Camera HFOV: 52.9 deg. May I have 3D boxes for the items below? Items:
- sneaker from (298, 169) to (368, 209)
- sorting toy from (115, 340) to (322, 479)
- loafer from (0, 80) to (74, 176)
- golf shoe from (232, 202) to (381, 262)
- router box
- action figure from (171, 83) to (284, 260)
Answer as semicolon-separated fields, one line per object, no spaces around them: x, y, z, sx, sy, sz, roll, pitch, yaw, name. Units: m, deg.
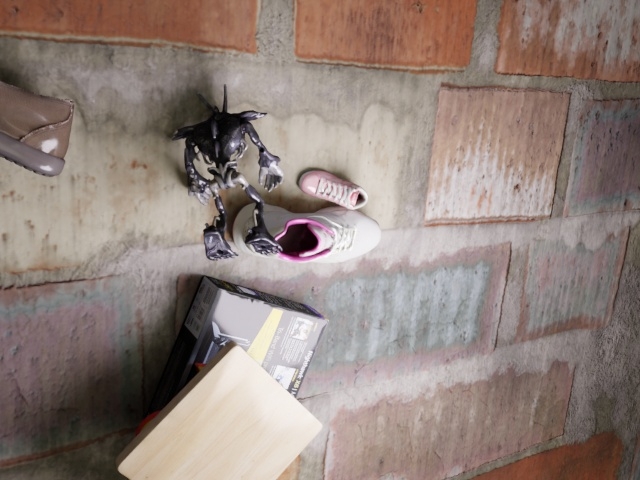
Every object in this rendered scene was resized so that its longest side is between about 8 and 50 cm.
0.030;-0.093;1.188;0.134;0.070;0.050;13;100;-33;sneaker
-0.171;0.324;1.085;0.257;0.089;0.255;-46;122;-10;sorting toy
-0.478;-0.214;0.812;0.366;0.134;0.130;32;83;-44;loafer
0.000;0.000;1.158;0.306;0.140;0.115;-1;104;-33;golf shoe
-0.153;0.243;1.174;0.243;0.081;0.308;21;94;-34;router box
-0.145;-0.103;1.034;0.164;0.141;0.275;-11;71;3;action figure
